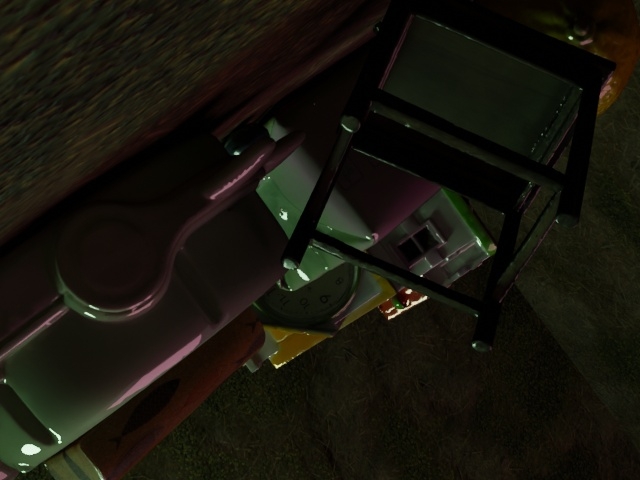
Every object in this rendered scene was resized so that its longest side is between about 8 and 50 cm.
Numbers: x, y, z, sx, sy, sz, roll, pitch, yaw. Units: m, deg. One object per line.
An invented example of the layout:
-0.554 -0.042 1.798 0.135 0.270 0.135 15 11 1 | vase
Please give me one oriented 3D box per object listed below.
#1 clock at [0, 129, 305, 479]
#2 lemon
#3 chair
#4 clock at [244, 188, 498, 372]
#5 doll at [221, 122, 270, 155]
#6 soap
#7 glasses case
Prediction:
-0.137 0.042 0.698 0.324 0.108 0.265 -37 -179 11 | clock
0.248 -0.213 1.200 0.192 0.192 0.231 -37 180 -5 | lemon
0.091 -0.079 0.698 0.260 0.154 0.141 -67 -178 -45 | chair
0.000 0.000 1.179 0.309 0.235 0.166 -36 -177 10 | clock
-0.075 -0.064 0.869 0.037 0.027 0.125 -37 -175 -31 | doll
0.031 -0.074 0.972 0.199 0.138 0.182 -38 -176 -29 | soap
-0.109 0.110 0.762 0.170 0.041 0.064 -42 -173 -41 | glasses case
